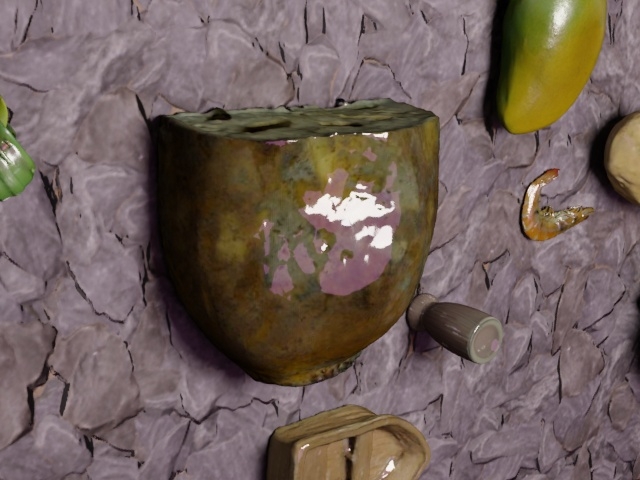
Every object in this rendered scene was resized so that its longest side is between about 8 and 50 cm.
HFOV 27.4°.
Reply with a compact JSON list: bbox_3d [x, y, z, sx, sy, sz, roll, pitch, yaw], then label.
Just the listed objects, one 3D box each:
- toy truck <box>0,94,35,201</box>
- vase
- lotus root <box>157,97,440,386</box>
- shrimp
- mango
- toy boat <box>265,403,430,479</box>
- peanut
[{"bbox_3d":[-0.309,-0.091,0.909,0.148,0.187,0.210,-38,101,-7],"label":"toy truck"},{"bbox_3d":[0.139,0.090,1.385,0.053,0.101,0.053,-16,115,-37],"label":"vase"},{"bbox_3d":[-0.011,0.013,1.207,0.267,0.149,0.260,-7,110,-34],"label":"lotus root"},{"bbox_3d":[0.274,-0.044,1.501,0.114,0.023,0.083,-13,111,-32],"label":"shrimp"},{"bbox_3d":[0.241,-0.206,1.379,0.122,0.085,0.191,-15,125,-46],"label":"mango"},{"bbox_3d":[0.029,0.233,1.373,0.188,0.061,0.116,-8,109,-38],"label":"toy boat"},{"bbox_3d":[0.421,-0.091,1.537,0.224,0.129,0.129,1,105,-40],"label":"peanut"}]
